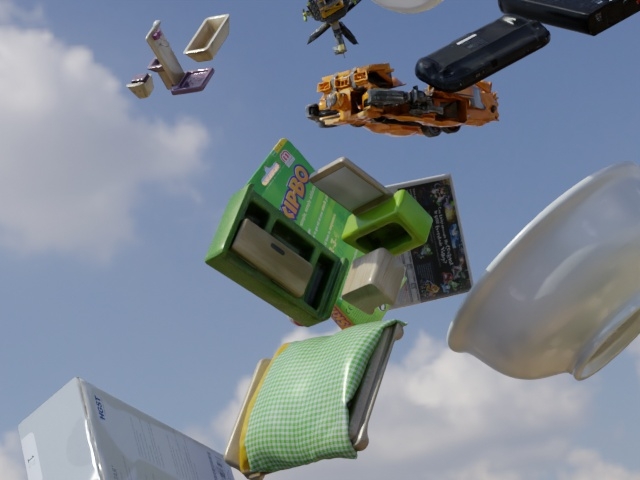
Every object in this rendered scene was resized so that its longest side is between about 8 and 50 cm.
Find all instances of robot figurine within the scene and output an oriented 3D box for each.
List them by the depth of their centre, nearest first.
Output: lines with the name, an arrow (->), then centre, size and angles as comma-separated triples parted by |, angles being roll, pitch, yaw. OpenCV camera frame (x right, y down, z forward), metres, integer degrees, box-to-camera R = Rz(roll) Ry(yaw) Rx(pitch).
robot figurine -> 0.118, -0.207, 2.215 | 0.291, 0.085, 0.211 | 4, -9, -42

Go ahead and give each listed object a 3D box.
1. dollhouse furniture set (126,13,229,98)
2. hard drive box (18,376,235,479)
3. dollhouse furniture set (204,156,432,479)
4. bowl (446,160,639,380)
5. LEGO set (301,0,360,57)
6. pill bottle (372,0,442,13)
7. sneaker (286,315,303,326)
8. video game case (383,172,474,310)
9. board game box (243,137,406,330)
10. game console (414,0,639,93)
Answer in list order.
dollhouse furniture set -> -0.157, -0.219, 1.565 | 0.091, 0.114, 0.081 | -4, -49, 32
hard drive box -> -0.177, 0.266, 1.479 | 0.089, 0.181, 0.232 | -39, -48, 15
dollhouse furniture set -> -0.029, 0.076, 1.517 | 0.151, 0.301, 0.197 | 37, -38, -23
bowl -> 0.294, 0.062, 1.660 | 0.298, 0.134, 0.298 | -37, -21, -17
LEGO set -> 0.064, -0.446, 2.107 | 0.331, 0.255, 0.192 | -37, -8, 1
pill bottle -> 0.151, -0.371, 1.633 | 0.272, 0.152, 0.152 | -40, 7, -40
sneaker -> -0.017, 0.064, 2.109 | 0.088, 0.225, 0.093 | 20, -64, -5
video game case -> 0.143, 0.004, 2.298 | 0.173, 0.190, 0.022 | -12, 0, -19
board game box -> 0.000, 0.000, 1.895 | 0.039, 0.124, 0.259 | -18, -62, 45
game console -> 0.292, -0.313, 2.182 | 0.361, 0.044, 0.213 | -29, 29, -21
